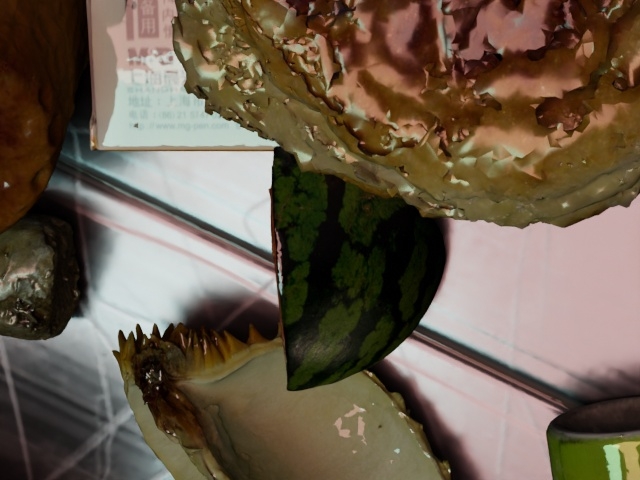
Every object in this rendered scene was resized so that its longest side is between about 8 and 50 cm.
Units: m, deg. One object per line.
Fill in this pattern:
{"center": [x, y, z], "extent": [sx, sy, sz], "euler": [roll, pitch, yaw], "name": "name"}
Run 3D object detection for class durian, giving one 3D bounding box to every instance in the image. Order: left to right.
{"center": [-0.012, 0.134, 1.080], "extent": [0.144, 0.139, 0.252], "euler": [-33, 84, 9], "name": "durian"}

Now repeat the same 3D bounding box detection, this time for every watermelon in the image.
{"center": [0.000, 0.000, 1.073], "extent": [0.125, 0.094, 0.135], "euler": [-37, 121, -20], "name": "watermelon"}

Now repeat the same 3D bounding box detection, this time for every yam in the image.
{"center": [-0.229, 0.011, 1.132], "extent": [0.179, 0.078, 0.078], "euler": [9, 100, 8], "name": "yam"}

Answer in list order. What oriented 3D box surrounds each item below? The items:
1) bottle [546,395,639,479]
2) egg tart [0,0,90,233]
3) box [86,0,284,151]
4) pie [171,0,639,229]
{"center": [0.191, 0.255, 1.084], "extent": [0.093, 0.093, 0.330], "euler": [-7, 97, 11], "name": "bottle"}
{"center": [-0.212, -0.090, 1.039], "extent": [0.202, 0.147, 0.203], "euler": [-6, 127, -8], "name": "egg tart"}
{"center": [0.009, -0.156, 1.057], "extent": [0.273, 0.091, 0.221], "euler": [2, 99, 10], "name": "box"}
{"center": [0.084, -0.133, 0.958], "extent": [0.308, 0.085, 0.308], "euler": [1, 99, 6], "name": "pie"}
